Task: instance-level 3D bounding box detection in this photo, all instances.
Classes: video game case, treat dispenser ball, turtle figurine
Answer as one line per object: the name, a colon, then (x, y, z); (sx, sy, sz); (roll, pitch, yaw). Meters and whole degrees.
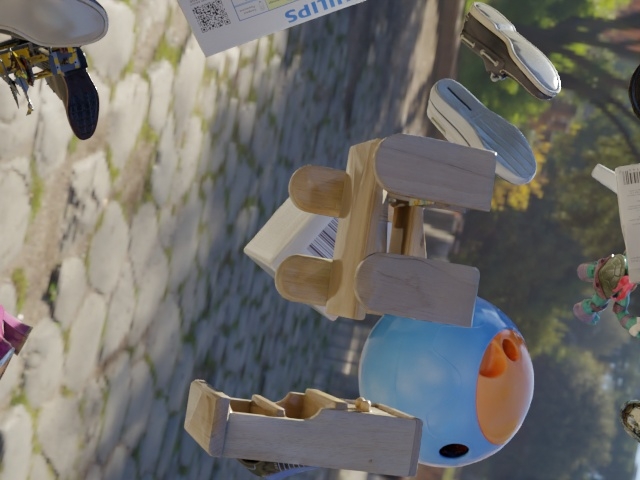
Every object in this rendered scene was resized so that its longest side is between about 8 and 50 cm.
video game case: (0.711, -0.061, 2.083); (0.036, 0.300, 0.329); (-63, 179, 12)
treat dispenser ball: (0.205, 0.225, 1.687); (0.288, 0.288, 0.288); (11, 90, -83)
turtle figurine: (0.518, 0.071, 1.748); (0.175, 0.118, 0.234); (-62, -169, -18)

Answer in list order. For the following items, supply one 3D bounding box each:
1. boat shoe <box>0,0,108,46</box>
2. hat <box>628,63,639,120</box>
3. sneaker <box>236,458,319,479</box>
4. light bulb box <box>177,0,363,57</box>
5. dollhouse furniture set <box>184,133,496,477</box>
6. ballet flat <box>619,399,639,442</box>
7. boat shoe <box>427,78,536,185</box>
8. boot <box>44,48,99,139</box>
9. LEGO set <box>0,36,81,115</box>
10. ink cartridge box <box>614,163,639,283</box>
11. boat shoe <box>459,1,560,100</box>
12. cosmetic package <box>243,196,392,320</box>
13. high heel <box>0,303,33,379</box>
boat shoe: (-0.519, -0.393, 1.712); (0.095, 0.335, 0.112); (-97, -169, -55)
hat: (0.652, -0.258, 1.576); (0.134, 0.331, 0.331); (82, 21, -58)
sneaker: (-0.051, 0.366, 1.842); (0.090, 0.232, 0.081); (36, 36, -33)
light bulb box: (-0.132, -0.594, 1.919); (0.361, 0.358, 0.225); (66, 7, -46)
dollhouse furniture set: (0.000, 0.067, 1.265); (0.362, 0.256, 0.394); (177, -78, -73)
ballet flat: (0.512, 0.297, 1.498); (0.070, 0.188, 0.070); (-28, 134, -32)
boat shoe: (0.256, -0.163, 1.644); (0.083, 0.226, 0.076); (-24, 153, -26)
boot: (-0.543, -0.332, 2.236); (0.082, 0.106, 0.219); (-22, 123, -31)
LEGO set: (-0.601, -0.399, 1.920); (0.192, 0.331, 0.255); (-23, 127, -27)
ink cartridge box: (0.610, -0.031, 1.559); (0.261, 0.296, 0.066); (-80, 153, -43)
boat shoe: (0.270, -0.261, 1.485); (0.206, 0.075, 0.065); (57, -48, 33)
cosmetic package: (0.000, 0.000, 2.018); (0.230, 0.161, 0.453); (-48, -170, -4)
high heel: (-0.480, 0.140, 1.424); (0.082, 0.117, 0.244); (-59, -171, 16)
